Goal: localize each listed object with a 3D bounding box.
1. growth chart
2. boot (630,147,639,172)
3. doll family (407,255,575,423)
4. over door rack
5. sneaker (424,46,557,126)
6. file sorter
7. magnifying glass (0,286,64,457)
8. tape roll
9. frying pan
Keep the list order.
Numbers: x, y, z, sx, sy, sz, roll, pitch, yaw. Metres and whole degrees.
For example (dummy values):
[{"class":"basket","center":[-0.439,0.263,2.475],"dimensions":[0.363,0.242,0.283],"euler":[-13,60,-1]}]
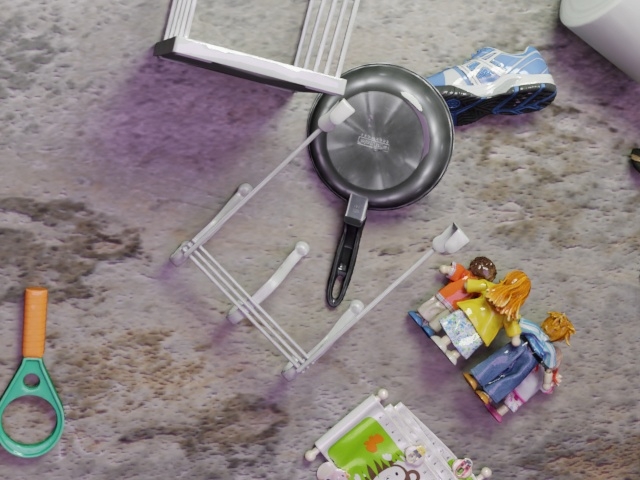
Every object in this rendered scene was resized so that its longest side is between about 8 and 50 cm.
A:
[{"class":"growth chart","center":[0.107,0.325,1.678],"dimensions":[0.237,0.021,0.172],"euler":[41,92,-16]},{"class":"boot","center":[0.510,-0.044,1.660],"dimensions":[0.198,0.077,0.137],"euler":[18,103,-13]},{"class":"doll family","center":[0.259,0.136,1.618],"dimensions":[0.163,0.118,0.263],"euler":[-40,106,-2]},{"class":"over door rack","center":[0.000,0.000,1.516],"dimensions":[0.324,0.108,0.239],"euler":[-40,100,20]},{"class":"sneaker","center":[0.204,-0.208,1.568],"dimensions":[0.211,0.080,0.081],"euler":[-5,63,-1]},{"class":"file sorter","center":[-0.074,-0.277,1.387],"dimensions":[0.193,0.278,0.173],"euler":[13,94,-14]},{"class":"magnifying glass","center":[-0.379,0.175,1.544],"dimensions":[0.092,0.026,0.231],"euler":[3,100,-12]},{"class":"tape roll","center":[0.449,-0.325,1.498],"dimensions":[0.169,0.246,0.246],"euler":[35,93,-15]},{"class":"frying pan","center":[0.037,-0.084,1.552],"dimensions":[0.197,0.053,0.326],"euler":[39,106,2]}]
